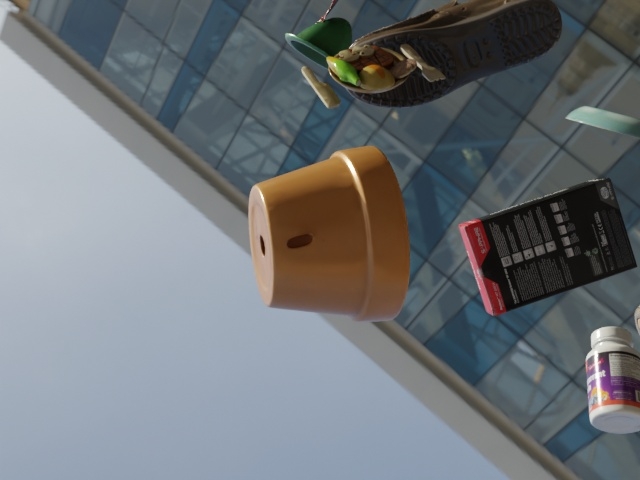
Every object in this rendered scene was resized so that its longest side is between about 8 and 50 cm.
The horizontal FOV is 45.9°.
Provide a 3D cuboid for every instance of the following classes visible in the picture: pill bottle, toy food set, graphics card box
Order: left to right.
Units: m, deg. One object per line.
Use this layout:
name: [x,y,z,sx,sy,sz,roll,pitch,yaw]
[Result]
toy food set: [0.076,-0.262,1.126,0.192,0.038,0.132,-17,-134,-17]
graphics card box: [0.542,0.013,1.816,0.094,0.371,0.233,-144,34,-87]
pill bottle: [0.586,0.274,1.505,0.108,0.108,0.193,23,-128,-18]

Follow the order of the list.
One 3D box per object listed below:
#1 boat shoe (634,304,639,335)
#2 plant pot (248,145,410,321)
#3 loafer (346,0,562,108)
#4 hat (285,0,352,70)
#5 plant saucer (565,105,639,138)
boat shoe: [0.651,0.127,1.095,0.355,0.132,0.130,18,-126,34]
plant pot: [0.000,0.000,1.233,0.203,0.291,0.291,-7,-134,-15]
loafer: [0.209,-0.324,1.267,0.366,0.134,0.130,-11,-145,11]
hat: [0.043,-0.479,1.659,0.173,0.183,0.208,29,-176,-26]
plant saucer: [0.733,-0.261,1.759,0.318,0.043,0.317,15,-167,-3]
